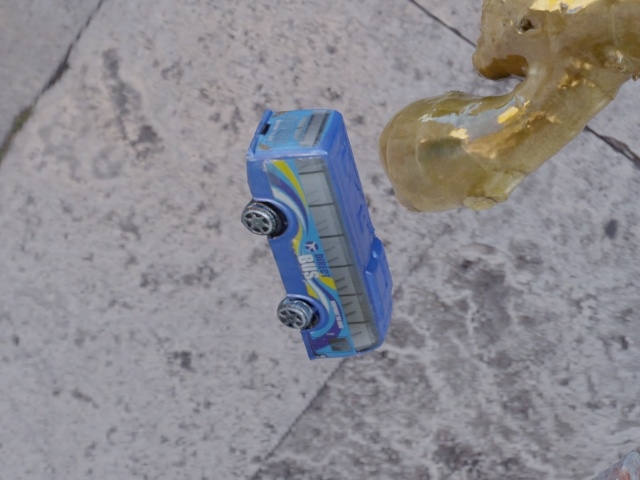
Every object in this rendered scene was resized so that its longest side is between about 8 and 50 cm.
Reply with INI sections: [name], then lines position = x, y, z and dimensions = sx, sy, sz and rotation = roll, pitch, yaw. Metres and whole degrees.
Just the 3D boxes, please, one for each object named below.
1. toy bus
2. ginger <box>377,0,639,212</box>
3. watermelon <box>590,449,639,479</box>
[toy bus]
position = 0.000, 0.000, 0.622
dimensions = 0.061, 0.153, 0.051
rotation = -2, 39, 21
[ginger]
position = 0.207, -0.161, 0.939
dimensions = 0.348, 0.122, 0.363
rotation = 27, 100, 41
[watermelon]
position = 0.243, 0.234, 0.906
dimensions = 0.158, 0.097, 0.121
rotation = -29, 33, -16
